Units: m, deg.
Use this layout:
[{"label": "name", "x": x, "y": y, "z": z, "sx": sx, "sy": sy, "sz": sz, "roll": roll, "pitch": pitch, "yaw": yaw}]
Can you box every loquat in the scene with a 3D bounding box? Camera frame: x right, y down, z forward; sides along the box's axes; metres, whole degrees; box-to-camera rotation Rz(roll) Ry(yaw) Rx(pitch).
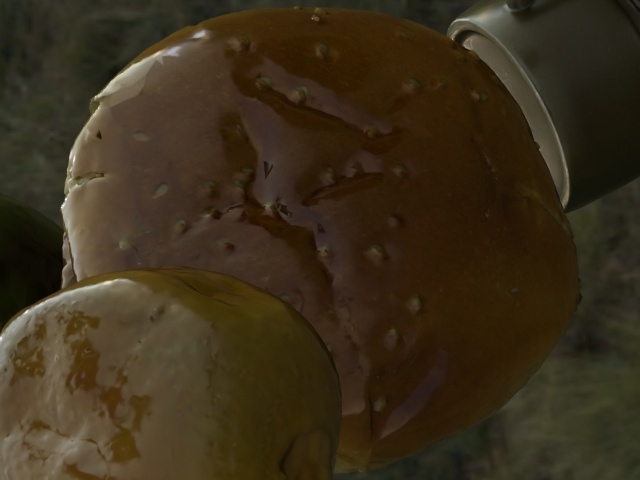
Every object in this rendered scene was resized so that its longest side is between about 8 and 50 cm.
[{"label": "loquat", "x": -0.057, "y": 0.071, "z": 0.587, "sx": 0.137, "sy": 0.113, "sz": 0.137, "roll": 3, "pitch": 98, "yaw": 25}]

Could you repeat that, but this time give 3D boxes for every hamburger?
[{"label": "hamburger", "x": 0.000, "y": 0.000, "z": 1.024, "sx": 0.170, "sy": 0.314, "sz": 0.290, "roll": 114, "pitch": 141, "yaw": -63}]

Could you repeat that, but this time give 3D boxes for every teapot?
[{"label": "teapot", "x": 0.214, "y": -0.146, "z": 1.359, "sx": 0.185, "sy": 0.175, "sz": 0.268, "roll": 42, "pitch": 157, "yaw": 49}]

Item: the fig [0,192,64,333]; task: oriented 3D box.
[{"label": "fig", "x": -0.272, "y": 0.055, "z": 1.222, "sx": 0.225, "sy": 0.203, "sz": 0.203, "roll": 14, "pitch": 103, "yaw": 44}]
